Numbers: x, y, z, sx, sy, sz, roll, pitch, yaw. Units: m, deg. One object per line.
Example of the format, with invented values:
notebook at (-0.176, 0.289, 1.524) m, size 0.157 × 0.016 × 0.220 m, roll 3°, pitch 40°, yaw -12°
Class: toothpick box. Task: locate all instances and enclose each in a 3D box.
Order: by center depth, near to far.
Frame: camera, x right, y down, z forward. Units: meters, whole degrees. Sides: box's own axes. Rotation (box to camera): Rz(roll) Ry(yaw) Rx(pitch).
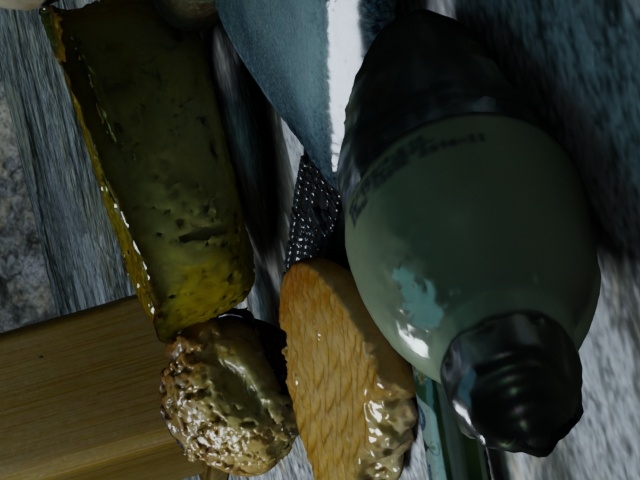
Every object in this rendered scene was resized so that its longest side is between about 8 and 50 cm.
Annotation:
toothpick box at (-0.254, 0.169, 1.745) m, size 0.190 × 0.308 × 0.187 m, roll 102°, pitch 151°, yaw -66°

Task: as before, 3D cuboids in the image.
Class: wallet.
wallet at (-0.005, -0.207, 0.859) m, size 0.379 × 0.046 × 0.190 m, roll 93°, pitch 157°, yaw -45°

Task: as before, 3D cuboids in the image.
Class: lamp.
lamp at (0.056, -0.014, 0.745) m, size 0.250 × 0.101 × 0.101 m, roll -102°, pitch 6°, yaw -52°

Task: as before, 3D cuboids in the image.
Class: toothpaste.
toothpaste at (0.060, 0.061, 0.933) m, size 0.049 × 0.032 × 0.204 m, roll -153°, pitch 53°, yaw -80°

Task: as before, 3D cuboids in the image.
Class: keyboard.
keyboard at (-0.002, 0.000, 1.159) m, size 0.196 × 0.015 × 0.074 m, roll 100°, pitch 152°, yaw -61°

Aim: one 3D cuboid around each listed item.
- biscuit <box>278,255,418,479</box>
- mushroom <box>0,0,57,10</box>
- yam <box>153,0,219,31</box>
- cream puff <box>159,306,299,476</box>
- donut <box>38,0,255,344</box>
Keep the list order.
biscuit at (0.013, 0.084, 1.137) m, size 0.224 × 0.033 × 0.144 m, roll 102°, pitch 147°, yaw -58°
mushroom at (-0.176, -0.251, 1.304) m, size 0.204 × 0.204 × 0.204 m, roll 166°, pitch 90°, yaw -77°
yam at (-0.065, -0.197, 1.125) m, size 0.253 × 0.061 × 0.061 m, roll 122°, pitch 132°, yaw -71°
cream puff at (-0.066, 0.116, 1.368) m, size 0.133 × 0.104 × 0.119 m, roll -118°, pitch 26°, yaw -43°
donut at (-0.112, -0.061, 1.319) m, size 0.272 × 0.107 × 0.272 m, roll 161°, pitch 90°, yaw -85°
